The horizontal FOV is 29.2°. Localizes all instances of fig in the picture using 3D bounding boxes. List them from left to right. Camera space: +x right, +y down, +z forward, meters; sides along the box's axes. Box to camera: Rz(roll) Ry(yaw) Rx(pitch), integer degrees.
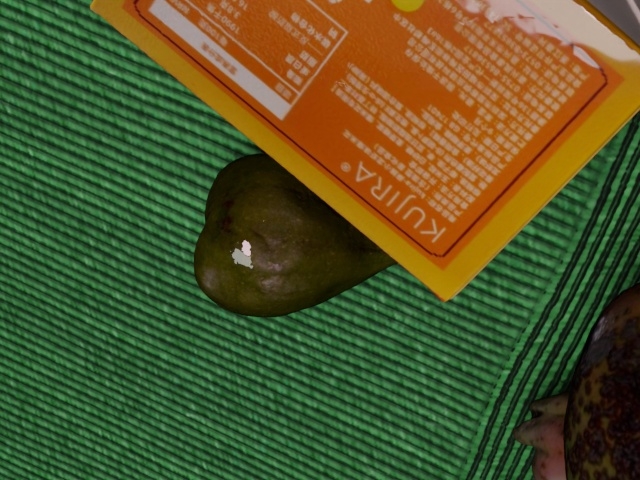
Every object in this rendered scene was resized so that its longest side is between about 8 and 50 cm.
[{"bbox_3d":[-0.011,0.013,0.976,0.185,0.133,0.126,29,116,-18],"label":"fig"}]

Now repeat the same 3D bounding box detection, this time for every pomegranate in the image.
[{"bbox_3d":[0.267,0.143,0.876,0.340,0.285,0.285,-11,113,54],"label":"pomegranate"}]

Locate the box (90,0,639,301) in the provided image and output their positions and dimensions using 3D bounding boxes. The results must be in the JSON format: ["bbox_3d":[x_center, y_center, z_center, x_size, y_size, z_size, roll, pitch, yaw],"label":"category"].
[{"bbox_3d":[0.059,-0.158,0.779,0.283,0.259,0.214,40,121,-2],"label":"box"}]
